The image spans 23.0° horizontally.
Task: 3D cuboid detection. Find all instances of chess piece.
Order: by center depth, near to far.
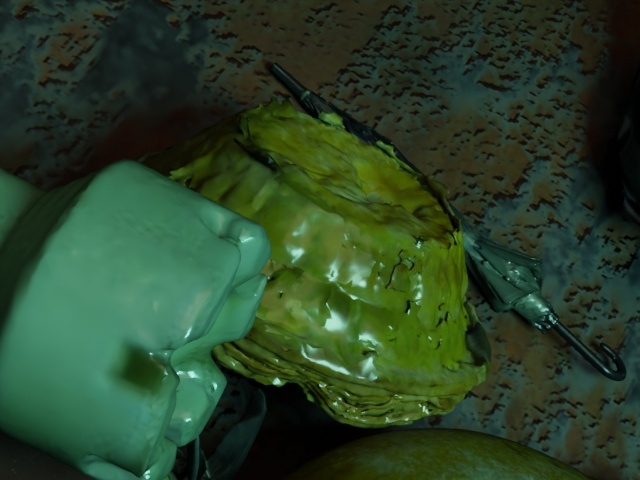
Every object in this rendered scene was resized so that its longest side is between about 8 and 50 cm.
[{"bbox_3d":[-0.176,-0.013,0.648,0.299,0.194,0.194,25,57,9],"label":"chess piece"}]

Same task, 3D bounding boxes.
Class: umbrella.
[{"bbox_3d":[0.071,-0.010,0.886,0.269,0.044,0.044,41,29,1],"label":"umbrella"}]

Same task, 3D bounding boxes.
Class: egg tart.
[{"bbox_3d":[0.002,-0.001,0.777,0.213,0.090,0.212,27,22,-12],"label":"egg tart"}]

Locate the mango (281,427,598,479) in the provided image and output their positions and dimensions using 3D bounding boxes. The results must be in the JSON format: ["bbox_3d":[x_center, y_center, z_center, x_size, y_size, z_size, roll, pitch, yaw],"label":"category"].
[{"bbox_3d":[0.082,0.182,0.741,0.316,0.146,0.192,1,65,-38],"label":"mango"}]

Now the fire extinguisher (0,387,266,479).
[{"bbox_3d":[-0.152,0.124,0.682,0.269,0.105,0.104,-7,68,-26],"label":"fire extinguisher"}]

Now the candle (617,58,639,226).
[{"bbox_3d":[0.352,-0.048,0.941,0.330,0.187,0.187,16,60,-18],"label":"candle"}]
